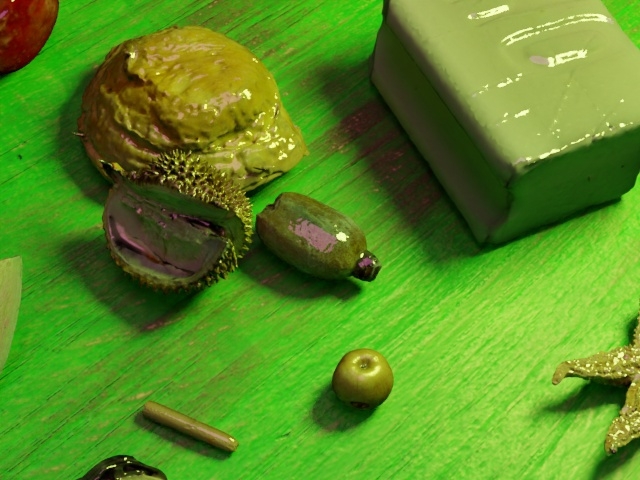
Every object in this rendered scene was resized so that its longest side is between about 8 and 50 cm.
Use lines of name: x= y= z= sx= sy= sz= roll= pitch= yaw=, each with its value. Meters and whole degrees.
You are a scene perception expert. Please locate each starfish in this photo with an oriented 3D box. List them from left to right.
starfish: x=0.455 y=0.200 z=1.388 sx=0.302 sy=0.060 sz=0.299 roll=-13 pitch=62 yaw=-21

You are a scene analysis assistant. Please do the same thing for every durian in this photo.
durian: x=-0.198 y=-0.034 z=1.443 sx=0.237 sy=0.193 sz=0.138 roll=44 pitch=19 yaw=12

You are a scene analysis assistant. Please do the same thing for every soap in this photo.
soap: x=0.305 y=-0.244 z=1.610 sx=0.350 sy=0.213 sz=0.435 roll=-16 pitch=57 yaw=-17

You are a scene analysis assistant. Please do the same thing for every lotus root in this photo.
lotus root: x=0.000 y=0.000 z=1.476 sx=0.192 sy=0.088 sz=0.113 roll=30 pitch=50 yaw=15

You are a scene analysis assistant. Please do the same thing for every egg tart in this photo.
egg tart: x=-0.209 y=-0.208 z=1.573 sx=0.339 sy=0.153 sz=0.352 roll=-14 pitch=55 yaw=-11

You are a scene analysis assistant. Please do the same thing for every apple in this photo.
apple: x=0.056 y=0.180 z=1.356 sx=0.084 sy=0.071 sz=0.084 roll=3 pitch=54 yaw=-4

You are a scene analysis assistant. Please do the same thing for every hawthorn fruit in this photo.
hawthorn fruit: x=-0.535 y=-0.341 z=1.614 sx=0.230 sy=0.210 sz=0.266 roll=15 pitch=67 yaw=-10

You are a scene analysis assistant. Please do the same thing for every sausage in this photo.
sausage: x=-0.165 y=0.237 z=1.323 sx=0.132 sy=0.024 sz=0.024 roll=21 pitch=54 yaw=11

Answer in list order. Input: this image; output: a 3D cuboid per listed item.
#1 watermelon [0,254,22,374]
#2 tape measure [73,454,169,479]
watermelon: x=-0.547 y=0.148 z=1.236 sx=0.222 sy=0.292 sz=0.319 roll=16 pitch=95 yaw=14
tape measure: x=-0.249 y=0.366 z=1.098 sx=0.271 sy=0.133 sz=0.232 roll=-24 pitch=98 yaw=-18
